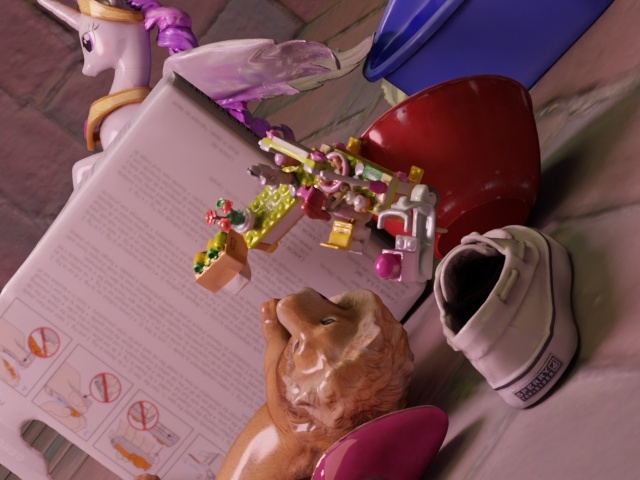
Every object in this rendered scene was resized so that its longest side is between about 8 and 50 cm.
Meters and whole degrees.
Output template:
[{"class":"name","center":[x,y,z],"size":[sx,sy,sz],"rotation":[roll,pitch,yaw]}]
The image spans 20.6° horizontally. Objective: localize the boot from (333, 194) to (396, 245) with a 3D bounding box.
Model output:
[{"class":"boot","center":[0.026,0.008,1.799],"size":[0.262,0.095,0.203],"rotation":[-49,12,-1]}]

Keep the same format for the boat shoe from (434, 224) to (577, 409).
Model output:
[{"class":"boat shoe","center":[0.128,0.037,1.333],"size":[0.096,0.088,0.267],"rotation":[-47,12,19]}]

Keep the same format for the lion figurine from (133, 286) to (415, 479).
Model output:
[{"class":"lion figurine","center":[-0.047,0.189,1.495],"size":[0.392,0.142,0.240],"rotation":[-61,15,20]}]

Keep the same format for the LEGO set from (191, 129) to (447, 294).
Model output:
[{"class":"LEGO set","center":[-0.030,-0.029,1.457],"size":[0.287,0.107,0.132],"rotation":[-4,79,46]}]

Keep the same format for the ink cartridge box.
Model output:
[{"class":"ink cartridge box","center":[-0.137,0.084,1.654],"size":[0.385,0.308,0.091],"rotation":[-50,11,8]}]

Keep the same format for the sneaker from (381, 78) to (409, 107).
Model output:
[{"class":"sneaker","center":[0.148,-0.222,2.106],"size":[0.095,0.090,0.235],"rotation":[-28,25,39]}]

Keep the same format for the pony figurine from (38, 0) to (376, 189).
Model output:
[{"class":"pony figurine","center":[-0.129,-0.116,1.850],"size":[0.303,0.351,0.363],"rotation":[-12,-78,-79]}]

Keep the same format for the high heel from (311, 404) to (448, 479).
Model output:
[{"class":"high heel","center":[0.016,0.226,1.271],"size":[0.244,0.082,0.117],"rotation":[-37,43,-4]}]

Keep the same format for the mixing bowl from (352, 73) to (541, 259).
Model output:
[{"class":"mixing bowl","center":[0.121,-0.048,1.517],"size":[0.181,0.181,0.098],"rotation":[-44,56,29]}]

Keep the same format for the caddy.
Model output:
[{"class":"caddy","center":[0.185,-0.281,1.898],"size":[0.341,0.179,0.241],"rotation":[-46,13,18]}]
